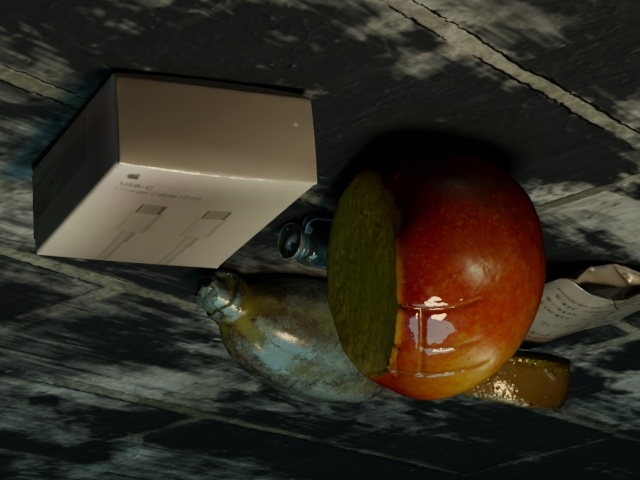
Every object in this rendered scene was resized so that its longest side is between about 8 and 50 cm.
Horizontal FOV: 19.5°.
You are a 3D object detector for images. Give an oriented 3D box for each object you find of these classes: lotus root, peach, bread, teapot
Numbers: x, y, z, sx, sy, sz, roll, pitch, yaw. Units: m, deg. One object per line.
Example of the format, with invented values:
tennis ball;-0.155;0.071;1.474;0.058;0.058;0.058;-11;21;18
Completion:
lotus root;-0.027;0.122;2.317;0.158;0.140;0.322;-22;152;39
peach;0.122;0.019;1.960;0.245;0.248;0.275;-35;155;-22
bread;0.227;0.174;2.521;0.236;0.070;0.236;11;180;0
teapot;0.000;0.004;2.122;0.083;0.049;0.063;11;154;-39

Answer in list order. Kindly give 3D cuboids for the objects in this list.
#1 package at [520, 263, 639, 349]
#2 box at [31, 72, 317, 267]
package;0.349;0.089;2.450;0.250;0.062;0.204;2;161;-31
box;-0.147;-0.064;1.816;0.203;0.106;0.251;6;156;-26
